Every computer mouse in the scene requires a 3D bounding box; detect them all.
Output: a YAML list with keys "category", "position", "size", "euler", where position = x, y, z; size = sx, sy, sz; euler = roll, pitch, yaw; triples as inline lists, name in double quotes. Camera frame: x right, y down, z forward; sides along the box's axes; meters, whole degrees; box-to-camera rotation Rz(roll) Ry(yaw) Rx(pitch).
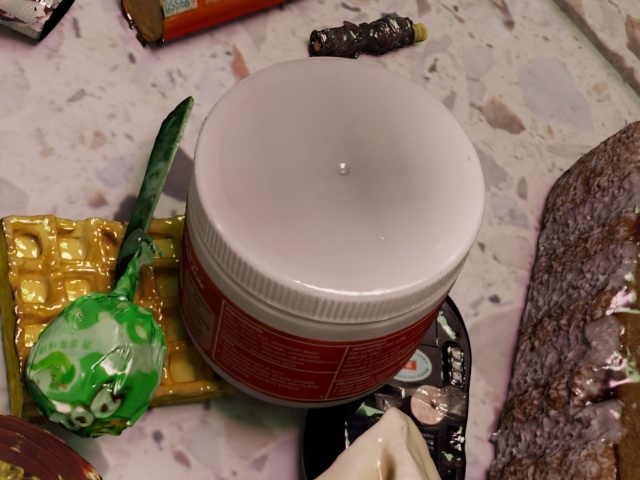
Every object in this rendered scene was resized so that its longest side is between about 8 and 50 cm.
- category: "computer mouse"
  position: [0.051, 0.136, 0.874]
  size: [0.137, 0.096, 0.233]
  euler: [13, 61, -12]

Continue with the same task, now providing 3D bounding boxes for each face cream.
- category: "face cream"
  position: [0.000, 0.000, 0.767]
  size: [0.201, 0.187, 0.201]
  euler: [5, 58, -8]

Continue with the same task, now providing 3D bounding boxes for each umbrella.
- category: "umbrella"
  position: [0.052, -0.211, 1.090]
  size: [0.144, 0.040, 0.037]
  euler: [-15, 64, -34]

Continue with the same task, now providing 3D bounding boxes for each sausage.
- category: "sausage"
  position: [-0.071, -0.259, 1.032]
  size: [0.264, 0.083, 0.083]
  euler: [-27, 79, -36]

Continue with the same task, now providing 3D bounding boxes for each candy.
- category: "candy"
  position: [-0.137, -0.001, 0.795]
  size: [0.097, 0.097, 0.323]
  euler: [23, 50, -15]

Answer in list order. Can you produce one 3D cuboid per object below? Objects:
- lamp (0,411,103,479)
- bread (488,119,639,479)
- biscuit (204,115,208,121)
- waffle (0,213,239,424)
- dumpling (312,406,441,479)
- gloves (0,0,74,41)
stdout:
- category: "lamp"
  position: [-0.220, 0.210, 0.616]
  size: [0.247, 0.247, 0.247]
  euler: [12, 60, -22]
- category: "bread"
  position: [0.265, 0.075, 0.975]
  size: [0.113, 0.165, 0.417]
  euler: [31, 54, -17]
- category: "biscuit"
  position: [-0.023, -0.016, 0.957]
  size: [0.131, 0.026, 0.237]
  euler: [-4, 66, -27]
- category: "waffle"
  position: [-0.145, 0.054, 0.837]
  size: [0.211, 0.055, 0.160]
  euler: [-3, 68, -28]
- category: "dumpling"
  position: [0.016, 0.328, 0.682]
  size: [0.315, 0.233, 0.395]
  euler: [53, 55, -34]
- category: "gloves"
  position: [-0.310, -0.262, 0.891]
  size: [0.212, 0.111, 0.127]
  euler: [35, 78, -10]
